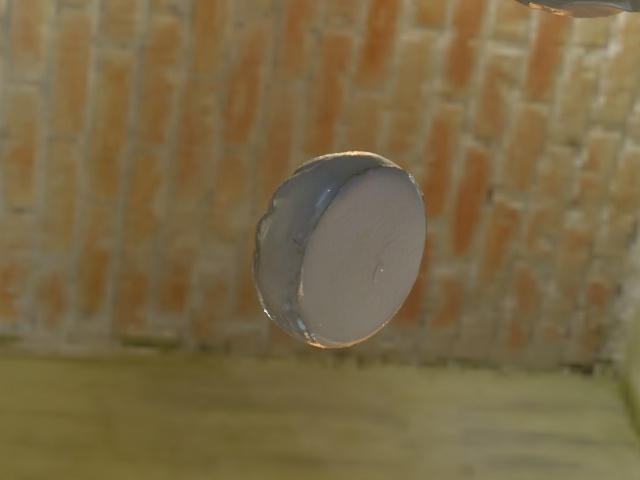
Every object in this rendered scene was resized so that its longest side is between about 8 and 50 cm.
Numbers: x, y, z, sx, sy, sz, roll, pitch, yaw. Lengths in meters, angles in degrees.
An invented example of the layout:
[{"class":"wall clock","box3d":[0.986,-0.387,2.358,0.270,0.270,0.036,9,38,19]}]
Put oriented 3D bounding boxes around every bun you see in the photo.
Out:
[{"class":"bun","box3d":[0.000,0.000,1.322,0.094,0.138,0.138,22,-66,36]}]

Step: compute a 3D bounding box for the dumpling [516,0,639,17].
[{"class":"dumpling","box3d":[0.065,-0.148,0.516,0.258,0.193,0.147,99,15,-58]}]
